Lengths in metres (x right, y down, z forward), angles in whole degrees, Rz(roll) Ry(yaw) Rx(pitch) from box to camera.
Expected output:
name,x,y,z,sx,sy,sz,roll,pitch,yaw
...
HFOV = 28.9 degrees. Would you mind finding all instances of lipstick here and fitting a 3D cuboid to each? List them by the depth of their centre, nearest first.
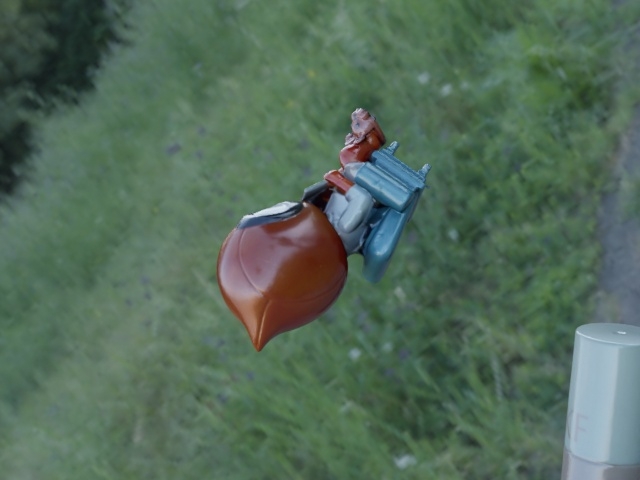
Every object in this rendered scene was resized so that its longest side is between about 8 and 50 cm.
name,x,y,z,sx,sy,sz,roll,pitch,yaw
lipstick,0.225,0.196,0.980,0.070,0.255,0.070,3,10,-1

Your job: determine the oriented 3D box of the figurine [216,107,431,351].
name,x,y,z,sx,sy,sz,roll,pitch,yaw
figurine,0.000,0.000,0.673,0.140,0.075,0.068,-46,-8,-22
